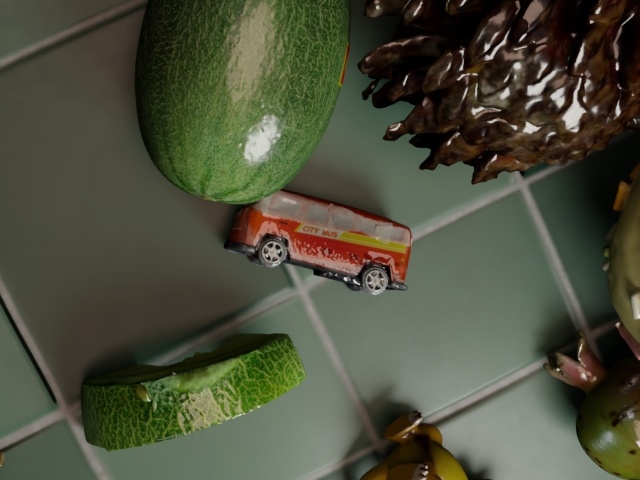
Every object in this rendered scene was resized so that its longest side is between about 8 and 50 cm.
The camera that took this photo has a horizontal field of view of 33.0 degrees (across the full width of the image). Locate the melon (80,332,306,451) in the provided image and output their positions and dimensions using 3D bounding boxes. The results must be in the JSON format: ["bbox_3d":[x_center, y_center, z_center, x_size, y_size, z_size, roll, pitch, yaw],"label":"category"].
[{"bbox_3d":[-0.121,0.136,1.005,0.210,0.118,0.064,-17,96,-13],"label":"melon"}]

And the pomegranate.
[{"bbox_3d":[0.310,0.161,1.093,0.129,0.129,0.159,-22,65,-7],"label":"pomegranate"}]

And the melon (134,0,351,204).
[{"bbox_3d":[-0.064,-0.174,0.933,0.182,0.182,0.287,12,97,-12],"label":"melon"}]

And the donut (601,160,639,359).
[{"bbox_3d":[0.394,-0.011,0.988,0.307,0.150,0.371,-37,143,-11],"label":"donut"}]

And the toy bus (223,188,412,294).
[{"bbox_3d":[0.000,0.000,1.026,0.174,0.079,0.077,16,86,-12],"label":"toy bus"}]

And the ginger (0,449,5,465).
[{"bbox_3d":[-0.395,0.199,0.974,0.204,0.080,0.104,25,98,-15],"label":"ginger"}]

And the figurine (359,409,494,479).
[{"bbox_3d":[0.116,0.264,1.086,0.176,0.121,0.122,35,119,-23],"label":"figurine"}]

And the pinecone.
[{"bbox_3d":[0.171,-0.185,0.940,0.296,0.298,0.242,18,52,-16],"label":"pinecone"}]
